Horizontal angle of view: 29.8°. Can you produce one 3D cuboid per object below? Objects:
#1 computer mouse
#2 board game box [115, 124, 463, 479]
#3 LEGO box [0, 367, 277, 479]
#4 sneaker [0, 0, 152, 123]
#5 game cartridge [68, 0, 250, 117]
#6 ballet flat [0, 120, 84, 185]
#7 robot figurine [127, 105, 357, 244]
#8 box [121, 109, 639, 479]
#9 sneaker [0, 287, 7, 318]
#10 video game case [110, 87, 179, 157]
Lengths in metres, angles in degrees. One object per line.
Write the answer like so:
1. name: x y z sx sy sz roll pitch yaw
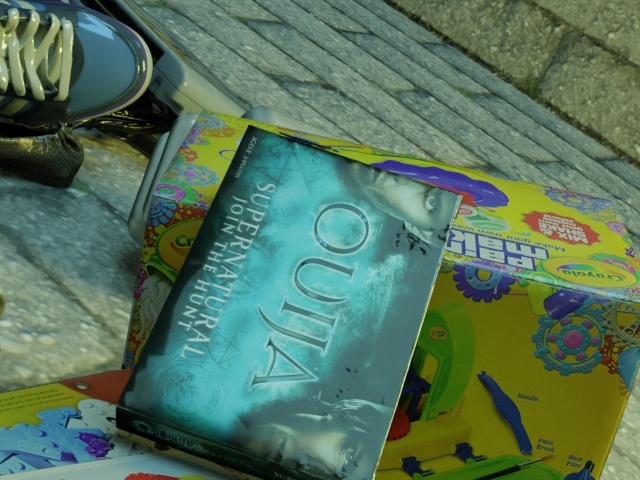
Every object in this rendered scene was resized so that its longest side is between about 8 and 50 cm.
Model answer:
1. computer mouse: -0.308 -0.222 1.408 0.188 0.072 0.272 -7 44 -39
2. board game box: -0.010 0.032 0.611 0.126 0.026 0.186 18 55 4
3. LEGO box: -0.137 0.233 0.387 0.372 0.193 0.500 26 18 31
4. sneaker: -0.328 -0.182 1.166 0.323 0.130 0.236 8 6 -7
5. game cartridge: -0.188 -0.217 1.475 0.297 0.062 0.198 46 11 36
6. ballet flat: -0.344 -0.106 1.178 0.250 0.058 0.084 11 26 -37
7. robot figurine: 0.000 0.000 1.159 0.353 0.200 0.300 22 -12 -16
8. box: 0.025 0.097 0.784 0.290 0.279 0.177 13 23 -1
9. sneaker: -0.284 0.059 0.843 0.115 0.090 0.232 31 22 -3
10. video game case: -0.192 -0.165 1.542 0.196 0.026 0.274 33 21 13
